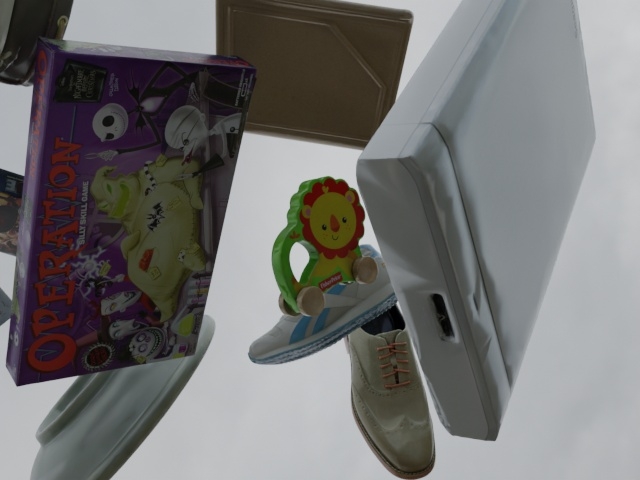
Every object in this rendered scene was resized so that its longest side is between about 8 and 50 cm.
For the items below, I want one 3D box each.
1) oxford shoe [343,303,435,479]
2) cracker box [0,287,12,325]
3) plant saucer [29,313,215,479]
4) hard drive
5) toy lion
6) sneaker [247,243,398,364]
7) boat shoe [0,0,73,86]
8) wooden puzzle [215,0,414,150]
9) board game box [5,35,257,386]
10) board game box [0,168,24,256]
[{"bbox_3d":[0.120,0.244,1.459,0.140,0.397,0.146,-11,-36,-11],"label":"oxford shoe"},{"bbox_3d":[-0.544,0.107,1.029,0.232,0.067,0.155,-43,-64,-25],"label":"cracker box"},{"bbox_3d":[-0.329,0.247,1.208,0.100,0.400,0.400,43,-98,-11],"label":"plant saucer"},{"bbox_3d":[0.140,-0.065,0.584,0.353,0.047,0.233,-58,-43,-41],"label":"hard drive"},{"bbox_3d":[0.000,0.000,0.622,0.100,0.034,0.096,-28,-76,-38],"label":"toy lion"},{"bbox_3d":[-0.002,0.093,1.063,0.229,0.092,0.087,-31,-17,3],"label":"sneaker"},{"bbox_3d":[-0.250,-0.287,0.694,0.091,0.109,0.305,10,-78,-60],"label":"boat shoe"},{"bbox_3d":[-0.015,-0.203,0.939,0.221,0.044,0.238,9,-35,0],"label":"wooden puzzle"},{"bbox_3d":[-0.194,-0.020,0.788,0.208,0.056,0.346,-3,-60,-34],"label":"board game box"},{"bbox_3d":[-0.522,-0.059,1.121,0.243,0.042,0.165,19,-37,-30],"label":"board game box"}]
